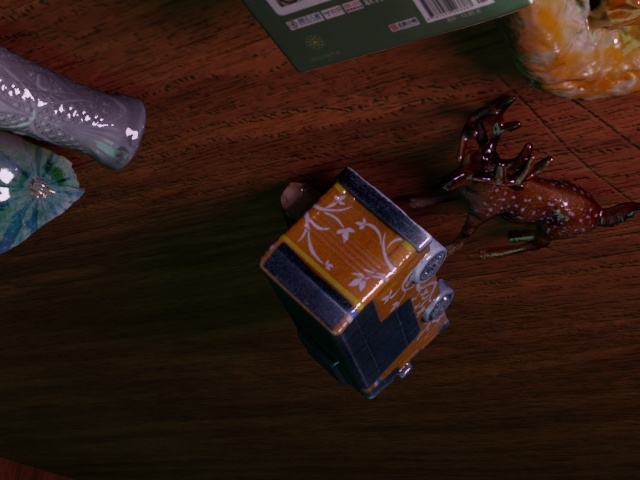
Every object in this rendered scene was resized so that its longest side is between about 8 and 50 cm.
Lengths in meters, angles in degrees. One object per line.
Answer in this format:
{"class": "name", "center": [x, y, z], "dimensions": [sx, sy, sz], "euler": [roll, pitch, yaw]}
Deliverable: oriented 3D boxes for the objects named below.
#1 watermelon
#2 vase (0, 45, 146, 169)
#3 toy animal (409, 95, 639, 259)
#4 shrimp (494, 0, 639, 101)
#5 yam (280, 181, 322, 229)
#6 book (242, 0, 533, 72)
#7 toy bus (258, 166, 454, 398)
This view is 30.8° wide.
{"class": "watermelon", "center": [-0.398, -0.043, 1.282], "dimensions": [0.231, 0.146, 0.128], "euler": [5, 157, 14]}
{"class": "vase", "center": [-0.277, -0.134, 1.101], "dimensions": [0.219, 0.096, 0.096], "euler": [19, 156, -31]}
{"class": "toy animal", "center": [0.194, -0.054, 1.168], "dimensions": [0.244, 0.087, 0.260], "euler": [4, 160, -26]}
{"class": "shrimp", "center": [0.190, -0.188, 0.852], "dimensions": [0.154, 0.062, 0.294], "euler": [-17, 152, 25]}
{"class": "yam", "center": [0.000, 0.000, 1.368], "dimensions": [0.057, 0.056, 0.241], "euler": [2, 156, 14]}
{"class": "book", "center": [-0.004, -0.229, 0.765], "dimensions": [0.202, 0.027, 0.264], "euler": [-10, 137, 36]}
{"class": "toy bus", "center": [0.047, 0.059, 1.295], "dimensions": [0.138, 0.167, 0.275], "euler": [41, 171, 23]}
